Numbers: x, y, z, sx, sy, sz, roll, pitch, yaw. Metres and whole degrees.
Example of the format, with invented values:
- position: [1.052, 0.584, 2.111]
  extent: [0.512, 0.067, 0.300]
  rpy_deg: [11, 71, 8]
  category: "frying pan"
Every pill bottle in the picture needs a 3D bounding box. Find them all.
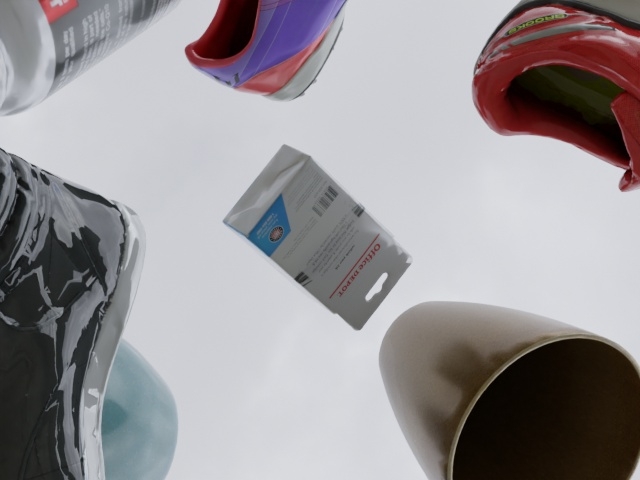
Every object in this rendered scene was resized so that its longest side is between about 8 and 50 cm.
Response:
- position: [-0.248, -0.203, 1.098]
  extent: [0.161, 0.161, 0.283]
  rpy_deg: [16, -139, 27]
  category: "pill bottle"

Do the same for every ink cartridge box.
- position: [0.000, 0.000, 1.339]
  extent: [0.104, 0.180, 0.060]
  rpy_deg: [-52, -146, -8]
  category: "ink cartridge box"

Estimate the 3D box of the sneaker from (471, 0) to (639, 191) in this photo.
- position: [0.214, -0.065, 0.740]
  extent: [0.279, 0.107, 0.118]
  rpy_deg: [15, -134, 28]
  category: "sneaker"

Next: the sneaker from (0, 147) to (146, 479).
- position: [-0.180, 0.078, 0.643]
  extent: [0.105, 0.147, 0.295]
  rpy_deg: [-18, -129, 35]
  category: "sneaker"

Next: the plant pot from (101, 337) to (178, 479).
- position: [-0.282, 0.222, 1.548]
  extent: [0.290, 0.195, 0.290]
  rpy_deg: [-30, -126, 52]
  category: "plant pot"

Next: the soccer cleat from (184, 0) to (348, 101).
- position: [-0.009, -0.267, 1.172]
  extent: [0.108, 0.116, 0.318]
  rpy_deg: [53, -57, 39]
  category: "soccer cleat"

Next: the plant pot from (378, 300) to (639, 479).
- position: [0.173, 0.160, 1.386]
  extent: [0.237, 0.237, 0.254]
  rpy_deg: [-51, -148, -1]
  category: "plant pot"
